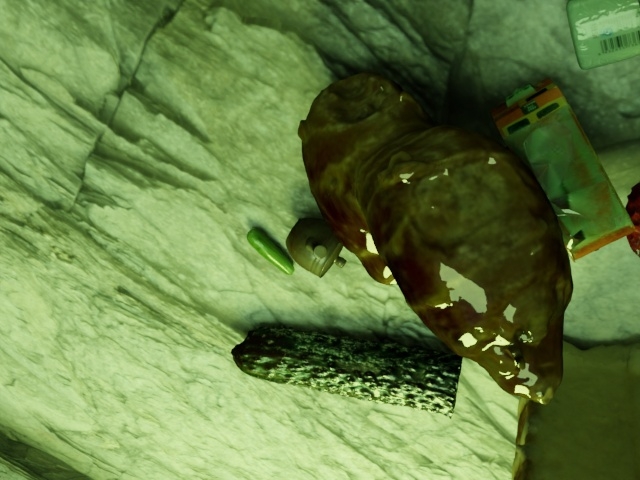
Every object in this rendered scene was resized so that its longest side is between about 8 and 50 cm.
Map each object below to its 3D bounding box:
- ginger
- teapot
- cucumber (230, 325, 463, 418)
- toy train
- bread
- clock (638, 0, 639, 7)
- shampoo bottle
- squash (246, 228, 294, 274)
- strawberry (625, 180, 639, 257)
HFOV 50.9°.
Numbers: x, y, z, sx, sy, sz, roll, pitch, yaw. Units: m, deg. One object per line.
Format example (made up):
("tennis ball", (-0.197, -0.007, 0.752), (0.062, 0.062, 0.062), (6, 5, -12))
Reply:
("ginger", (0.113, 0.002, 0.675), (0.357, 0.152, 0.274), (46, 158, 41))
("teapot", (0.000, 0.000, 0.838), (0.080, 0.110, 0.085), (32, 91, 8))
("cucumber", (0.027, 0.183, 1.003), (0.359, 0.096, 0.096), (8, 133, 17))
("toy train", (0.240, -0.066, 0.659), (0.072, 0.099, 0.188), (-30, 103, 16))
("bread", (0.375, 0.369, 0.848), (0.279, 0.371, 0.390), (7, 130, 20))
("clock", (0.350, -0.145, 0.543), (0.145, 0.073, 0.193), (-12, 146, 29))
("shampoo bottle", (0.314, -0.200, 0.570), (0.191, 0.041, 0.069), (-10, 125, 27))
("squash", (-0.067, 0.017, 0.924), (0.089, 0.027, 0.027), (42, 131, -21))
("strawberry", (0.378, -0.028, 0.671), (0.145, 0.086, 0.145), (10, 140, 8))
